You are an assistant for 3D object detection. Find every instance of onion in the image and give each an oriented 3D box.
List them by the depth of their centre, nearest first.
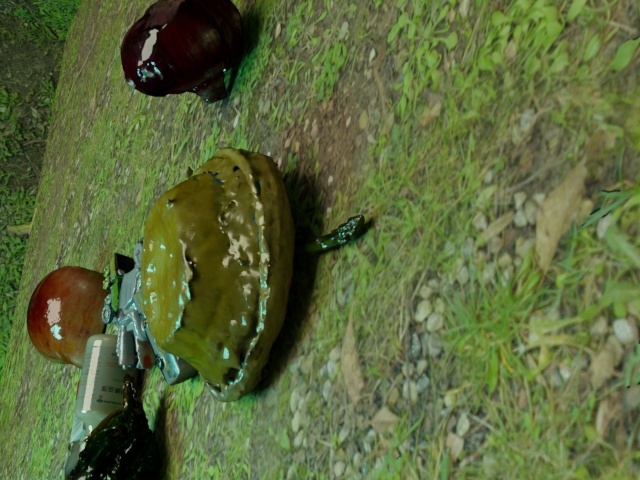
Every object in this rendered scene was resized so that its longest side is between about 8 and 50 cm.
[{"bbox_3d":[-0.245,-0.355,1.787,0.252,0.219,0.252,-31,12,7],"label":"onion"}]

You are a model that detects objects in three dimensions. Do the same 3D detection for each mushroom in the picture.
[{"bbox_3d":[-0.477,0.480,1.942,0.096,0.099,0.278,-69,21,1],"label":"mushroom"}]

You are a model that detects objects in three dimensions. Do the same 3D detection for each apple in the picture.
[{"bbox_3d":[-0.641,0.189,2.369,0.293,0.163,0.251,-22,55,62],"label":"apple"}]

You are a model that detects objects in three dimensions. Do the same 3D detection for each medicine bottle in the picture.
[{"bbox_3d":[-0.426,0.317,1.892,0.114,0.114,0.252,-26,54,59],"label":"medicine bottle"}]

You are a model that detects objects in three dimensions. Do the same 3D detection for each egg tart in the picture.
[{"bbox_3d":[-0.163,0.043,1.400,0.388,0.169,0.388,-177,90,-66],"label":"egg tart"}]

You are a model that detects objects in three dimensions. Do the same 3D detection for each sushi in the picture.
[{"bbox_3d":[-0.344,0.383,1.657,0.140,0.149,0.287,89,-157,-55],"label":"sushi"}]

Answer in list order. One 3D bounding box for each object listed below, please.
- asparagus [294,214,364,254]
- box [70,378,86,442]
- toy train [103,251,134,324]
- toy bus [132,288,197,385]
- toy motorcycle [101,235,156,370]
[{"bbox_3d":[0.001,0.000,1.258,0.236,0.027,0.034,-17,72,63],"label":"asparagus"},{"bbox_3d":[-0.523,0.373,2.153,0.100,0.048,0.152,-42,42,48],"label":"box"},{"bbox_3d":[-0.443,0.105,2.117,0.081,0.060,0.202,-53,31,27],"label":"toy train"},{"bbox_3d":[-0.261,0.156,1.616,0.072,0.057,0.172,-38,74,50],"label":"toy bus"},{"bbox_3d":[-0.326,0.122,1.810,0.171,0.110,0.260,9,90,54],"label":"toy motorcycle"}]
